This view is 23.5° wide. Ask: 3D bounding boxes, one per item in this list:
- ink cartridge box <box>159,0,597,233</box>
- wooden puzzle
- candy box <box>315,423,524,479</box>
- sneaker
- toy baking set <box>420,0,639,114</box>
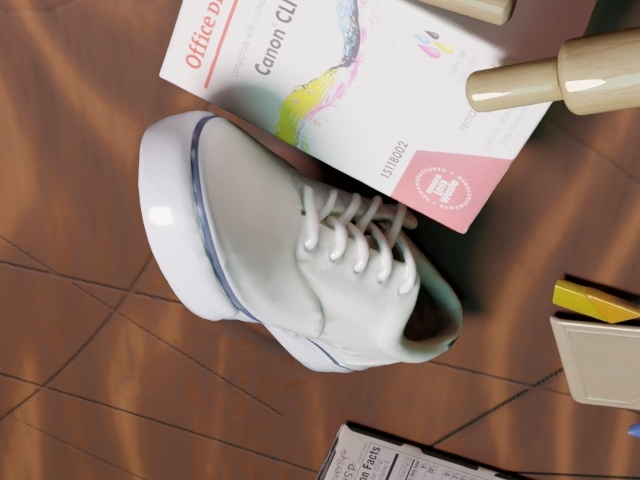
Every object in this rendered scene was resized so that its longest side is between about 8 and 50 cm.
[{"bbox_3d":[0.004,-0.098,0.670,0.198,0.067,0.115,27,143,0],"label":"ink cartridge box"},{"bbox_3d":[0.160,0.065,0.814,0.078,0.014,0.116,13,141,25],"label":"wooden puzzle"},{"bbox_3d":[0.110,0.218,0.978,0.233,0.071,0.159,16,142,16],"label":"candy box"},{"bbox_3d":[0.000,0.000,0.740,0.091,0.094,0.258,-10,161,19],"label":"sneaker"},{"bbox_3d":[0.125,-0.137,0.527,0.256,0.030,0.197,-3,119,24],"label":"toy baking set"}]
